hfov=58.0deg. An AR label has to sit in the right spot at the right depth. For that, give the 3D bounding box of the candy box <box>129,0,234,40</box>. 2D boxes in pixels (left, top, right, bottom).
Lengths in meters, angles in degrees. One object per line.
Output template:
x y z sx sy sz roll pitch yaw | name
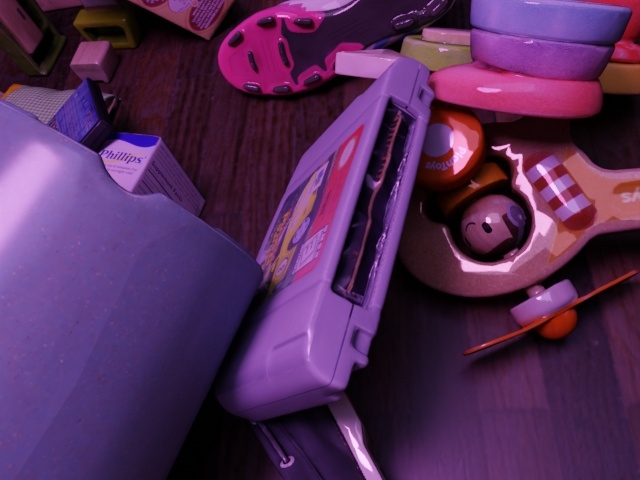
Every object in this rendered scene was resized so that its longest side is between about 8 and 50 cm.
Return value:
-0.288 -0.418 0.798 0.087 0.316 0.183 -47 55 24 | candy box

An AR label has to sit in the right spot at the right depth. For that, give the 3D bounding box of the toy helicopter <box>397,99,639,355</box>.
0.242 -0.015 0.529 0.355 0.140 0.234 -5 78 21 | toy helicopter

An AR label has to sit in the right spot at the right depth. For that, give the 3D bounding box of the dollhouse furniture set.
-0.405 -0.244 0.813 0.198 0.151 0.301 3 61 15 | dollhouse furniture set

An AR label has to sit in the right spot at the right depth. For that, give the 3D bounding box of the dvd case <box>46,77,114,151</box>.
-0.347 -0.075 0.699 0.253 0.022 0.180 -46 39 6 | dvd case

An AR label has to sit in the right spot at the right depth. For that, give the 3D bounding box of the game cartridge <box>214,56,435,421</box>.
0.000 0.000 0.492 0.060 0.196 0.294 27 57 -13 | game cartridge

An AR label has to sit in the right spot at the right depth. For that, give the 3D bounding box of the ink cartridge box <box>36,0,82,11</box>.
-0.447 -0.494 0.921 0.193 0.234 0.088 -5 60 10 | ink cartridge box

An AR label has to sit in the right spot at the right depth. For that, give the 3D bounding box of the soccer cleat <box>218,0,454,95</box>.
0.026 -0.286 0.777 0.331 0.116 0.143 -17 22 16 | soccer cleat

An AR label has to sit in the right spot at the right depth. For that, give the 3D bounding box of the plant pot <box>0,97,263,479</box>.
-0.230 0.101 0.421 0.341 0.341 0.334 26 79 25 | plant pot

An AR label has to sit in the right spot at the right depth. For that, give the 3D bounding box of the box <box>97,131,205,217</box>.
-0.210 -0.030 0.657 0.072 0.126 0.137 10 62 21 | box

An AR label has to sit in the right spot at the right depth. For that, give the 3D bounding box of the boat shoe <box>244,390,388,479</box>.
0.019 0.236 0.446 0.113 0.127 0.340 -29 56 -3 | boat shoe

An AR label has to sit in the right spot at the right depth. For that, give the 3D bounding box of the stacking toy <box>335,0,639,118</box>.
0.191 -0.229 0.595 0.280 0.130 0.309 21 30 30 | stacking toy
